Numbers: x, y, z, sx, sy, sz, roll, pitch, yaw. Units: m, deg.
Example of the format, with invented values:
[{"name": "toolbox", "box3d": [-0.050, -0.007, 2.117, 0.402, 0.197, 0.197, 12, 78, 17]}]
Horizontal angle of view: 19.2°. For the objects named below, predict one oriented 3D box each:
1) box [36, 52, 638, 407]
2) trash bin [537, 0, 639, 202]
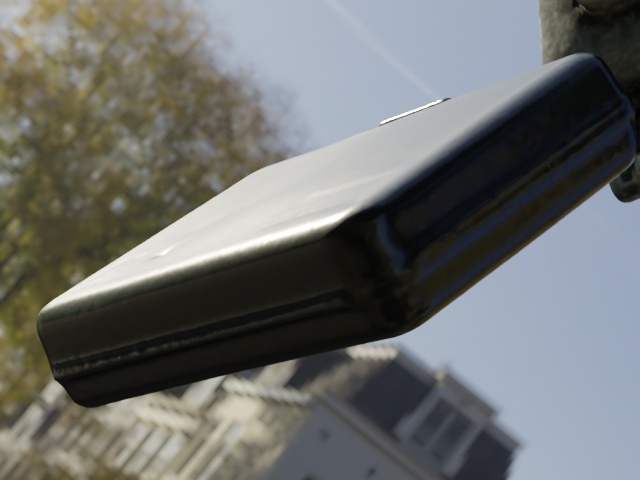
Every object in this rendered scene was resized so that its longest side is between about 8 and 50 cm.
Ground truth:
[{"name": "box", "box3d": [0.000, 0.000, 0.739, 0.230, 0.160, 0.050, -18, -76, 51]}, {"name": "trash bin", "box3d": [0.312, -0.128, 1.020, 0.381, 0.295, 0.259, 25, -37, -38]}]
